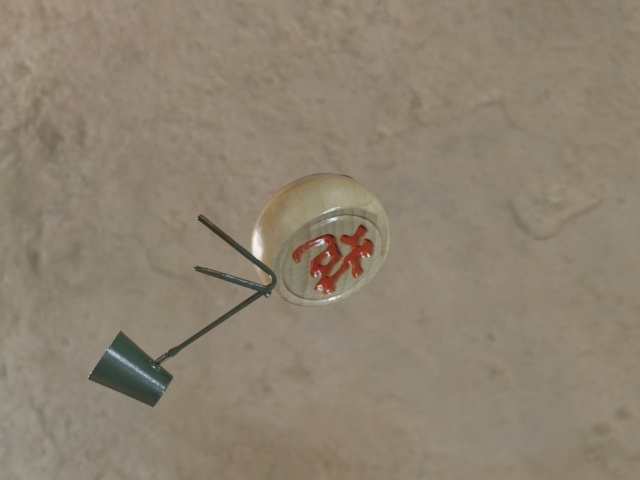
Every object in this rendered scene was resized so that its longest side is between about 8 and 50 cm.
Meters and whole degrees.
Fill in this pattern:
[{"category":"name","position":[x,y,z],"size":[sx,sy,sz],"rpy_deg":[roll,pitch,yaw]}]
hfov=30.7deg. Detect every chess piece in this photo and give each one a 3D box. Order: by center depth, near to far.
[{"category":"chess piece","position":[0.000,0.000,0.683],"size":[0.083,0.084,0.038],"rpy_deg":[-53,45,20]}]

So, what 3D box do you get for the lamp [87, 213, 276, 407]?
[{"category":"lamp","position":[-0.075,0.048,0.626],"size":[0.054,0.041,0.121],"rpy_deg":[35,122,-6]}]
